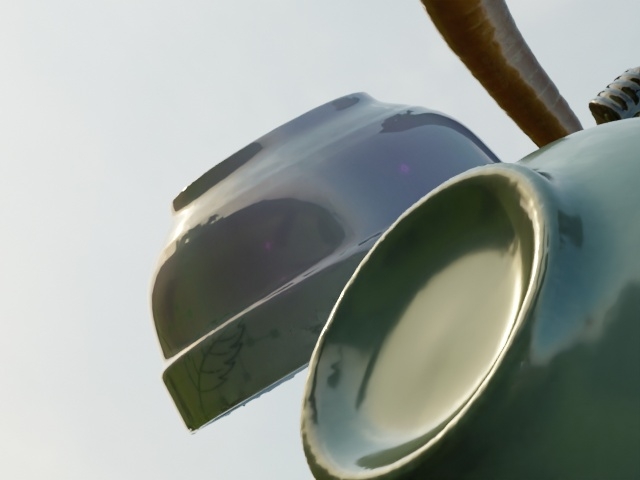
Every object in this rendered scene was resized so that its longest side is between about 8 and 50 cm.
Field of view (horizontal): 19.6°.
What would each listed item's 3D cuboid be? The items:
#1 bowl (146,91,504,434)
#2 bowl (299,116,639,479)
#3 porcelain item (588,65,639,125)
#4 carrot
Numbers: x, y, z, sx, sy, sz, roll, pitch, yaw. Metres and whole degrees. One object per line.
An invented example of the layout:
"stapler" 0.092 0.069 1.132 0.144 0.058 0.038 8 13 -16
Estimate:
"bowl" 0.000 0.000 1.251 0.143 0.287 0.287 60 -25 5
"bowl" 0.086 0.063 0.664 0.146 0.289 0.289 33 -20 -23
"porcelain item" 0.202 -0.004 0.985 0.213 0.084 0.054 53 -13 -26
"carrot" 0.118 -0.143 1.293 0.271 0.066 0.062 59 14 -26
